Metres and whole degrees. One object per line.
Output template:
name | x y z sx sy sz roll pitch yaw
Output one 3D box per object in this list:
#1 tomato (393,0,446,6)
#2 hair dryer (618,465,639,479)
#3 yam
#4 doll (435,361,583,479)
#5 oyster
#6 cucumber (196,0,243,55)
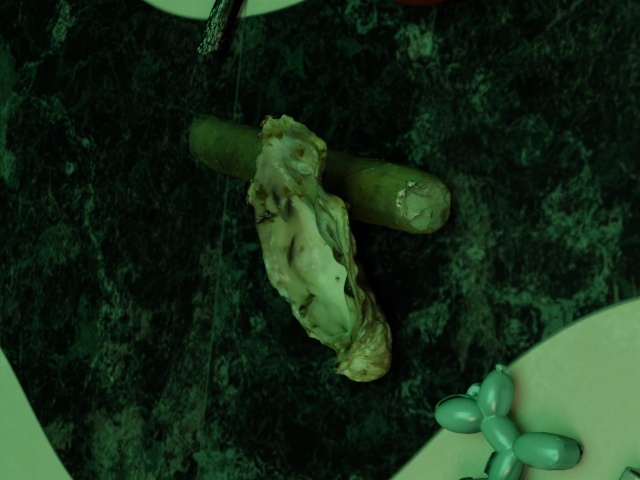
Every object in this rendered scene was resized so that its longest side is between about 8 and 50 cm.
tomato | 0.138 -0.360 1.480 0.236 0.095 0.237 -13 69 36
hair dryer | 0.206 0.254 1.275 0.183 0.044 0.155 28 98 -1
yam | -0.012 -0.078 1.554 0.371 0.083 0.083 18 92 42
doll | 0.178 0.207 1.354 0.158 0.059 0.159 25 98 39
oyster | 0.006 0.000 1.466 0.166 0.094 0.294 20 125 51
cucumber | -0.120 -0.295 1.711 0.033 0.034 0.135 23 95 44
